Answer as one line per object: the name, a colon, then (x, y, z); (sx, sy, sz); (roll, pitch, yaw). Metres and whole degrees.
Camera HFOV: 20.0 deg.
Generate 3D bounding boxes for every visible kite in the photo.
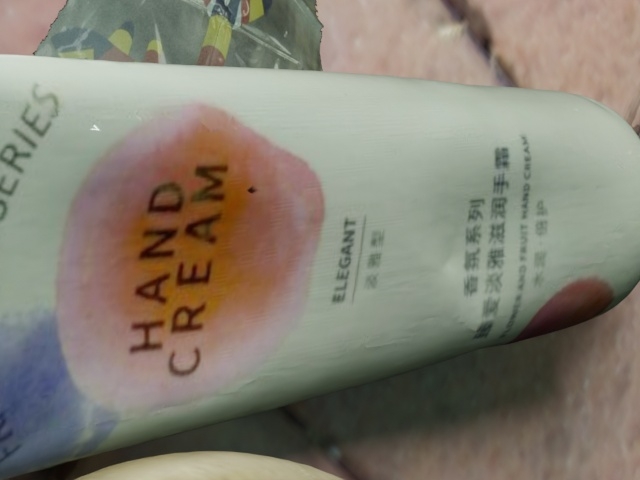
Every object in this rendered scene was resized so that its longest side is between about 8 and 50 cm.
kite: (-0.029, -0.094, 0.570); (0.141, 0.015, 0.245); (23, 72, -47)

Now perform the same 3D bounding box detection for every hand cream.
hand cream: (0.000, 0.000, 0.542); (0.340, 0.077, 0.124); (-8, 113, -46)

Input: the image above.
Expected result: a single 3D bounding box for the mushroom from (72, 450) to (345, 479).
mushroom: (-0.008, 0.153, 0.434); (0.207, 0.215, 0.207); (7, 78, -36)
